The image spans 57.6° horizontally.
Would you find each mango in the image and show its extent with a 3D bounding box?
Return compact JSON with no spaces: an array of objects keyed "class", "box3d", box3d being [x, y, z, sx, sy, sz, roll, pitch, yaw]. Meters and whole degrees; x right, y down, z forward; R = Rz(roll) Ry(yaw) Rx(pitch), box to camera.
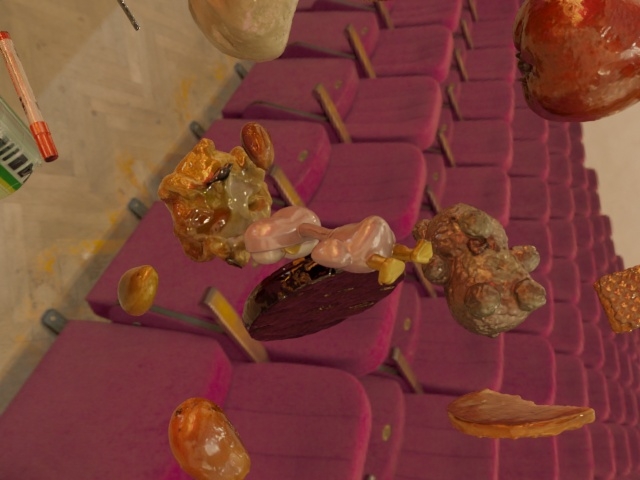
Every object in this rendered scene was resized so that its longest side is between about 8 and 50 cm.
[{"class":"mango","box3d":[-0.130,-0.200,1.221,0.127,0.063,0.077,64,0,39]},{"class":"mango","box3d":[-0.171,0.321,0.910,0.159,0.084,0.105,47,39,-3]},{"class":"mango","box3d":[-0.390,0.104,1.254,0.076,0.161,0.103,6,63,-30]}]

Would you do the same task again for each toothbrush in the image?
[{"class":"toothbrush","box3d":[-0.503,-0.611,1.407,0.219,0.016,0.019,60,33,-32]}]

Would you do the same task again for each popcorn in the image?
[{"class":"popcorn","box3d":[-0.272,-0.094,1.471,0.297,0.281,0.315,14,99,-40]}]

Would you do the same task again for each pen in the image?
[{"class":"pen","box3d":[-0.489,-0.240,0.968,0.028,0.028,0.239,-11,75,-62]}]

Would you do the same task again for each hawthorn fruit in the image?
[{"class":"hawthorn fruit","box3d":[0.371,-0.254,0.762,0.196,0.226,0.196,-10,90,-80]}]

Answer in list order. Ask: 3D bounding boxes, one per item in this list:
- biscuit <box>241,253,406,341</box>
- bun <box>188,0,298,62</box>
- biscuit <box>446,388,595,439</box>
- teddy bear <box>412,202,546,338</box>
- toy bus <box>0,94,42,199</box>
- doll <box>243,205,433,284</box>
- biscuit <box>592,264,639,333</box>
[{"class":"biscuit","box3d":[0.006,0.118,1.391,0.407,0.407,0.091,18,44,-59]},{"class":"bun","box3d":[-0.152,-0.536,1.120,0.220,0.365,0.364,7,70,-16]},{"class":"biscuit","box3d":[0.374,0.359,1.189,0.205,0.309,0.040,-8,87,-26]},{"class":"teddy bear","box3d":[0.294,0.044,1.082,0.151,0.236,0.267,107,-23,-56]},{"class":"toy bus","box3d":[-0.626,-0.187,1.061,0.133,0.165,0.276,56,-12,13]},{"class":"doll","box3d":[0.000,-0.001,0.954,0.160,0.365,0.094,-23,109,-43]},{"class":"biscuit","box3d":[0.601,0.036,0.841,0.054,0.379,0.094,22,48,-68]}]
